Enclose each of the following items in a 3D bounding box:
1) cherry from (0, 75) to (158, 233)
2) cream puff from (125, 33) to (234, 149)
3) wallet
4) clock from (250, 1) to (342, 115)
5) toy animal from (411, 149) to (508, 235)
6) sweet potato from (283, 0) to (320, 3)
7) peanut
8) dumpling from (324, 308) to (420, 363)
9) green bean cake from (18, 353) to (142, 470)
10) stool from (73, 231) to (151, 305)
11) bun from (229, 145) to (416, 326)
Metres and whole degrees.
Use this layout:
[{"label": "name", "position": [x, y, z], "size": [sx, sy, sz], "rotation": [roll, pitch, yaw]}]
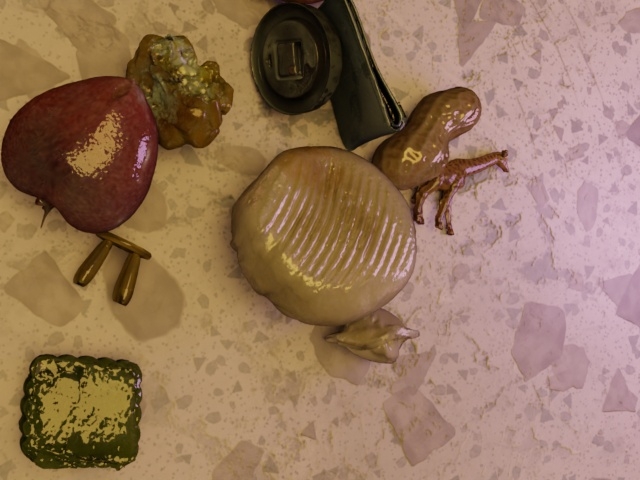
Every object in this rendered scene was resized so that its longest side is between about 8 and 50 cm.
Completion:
[{"label": "cherry", "position": [-0.410, -0.156, 1.524], "size": [0.261, 0.221, 0.307], "rotation": [35, 95, -4]}, {"label": "cream puff", "position": [-0.260, -0.274, 1.629], "size": [0.194, 0.195, 0.221], "rotation": [-36, 88, -19]}, {"label": "wallet", "position": [0.061, -0.329, 1.706], "size": [0.054, 0.251, 0.291], "rotation": [-20, 95, -17]}, {"label": "clock", "position": [-0.048, -0.352, 1.691], "size": [0.042, 0.215, 0.215], "rotation": [-15, 92, -47]}, {"label": "toy animal", "position": [0.299, -0.125, 1.886], "size": [0.149, 0.054, 0.275], "rotation": [45, 72, -15]}, {"label": "sweet potato", "position": [-0.087, -0.534, 1.745], "size": [0.354, 0.095, 0.106], "rotation": [8, 88, -18]}, {"label": "peanut", "position": [0.228, -0.216, 1.825], "size": [0.136, 0.120, 0.298], "rotation": [40, 73, 5]}, {"label": "dumpling", "position": [0.111, 0.193, 1.756], "size": [0.199, 0.136, 0.118], "rotation": [-6, 96, -10]}, {"label": "green bean cake", "position": [-0.425, 0.304, 1.558], "size": [0.214, 0.113, 0.201], "rotation": [4, 86, -19]}, {"label": "stool", "position": [-0.380, 0.050, 1.593], "size": [0.134, 0.135, 0.111], "rotation": [21, 80, 28]}, {"label": "bun", "position": [0.000, 0.000, 1.680], "size": [0.365, 0.219, 0.365], "rotation": [9, 67, -21]}]
